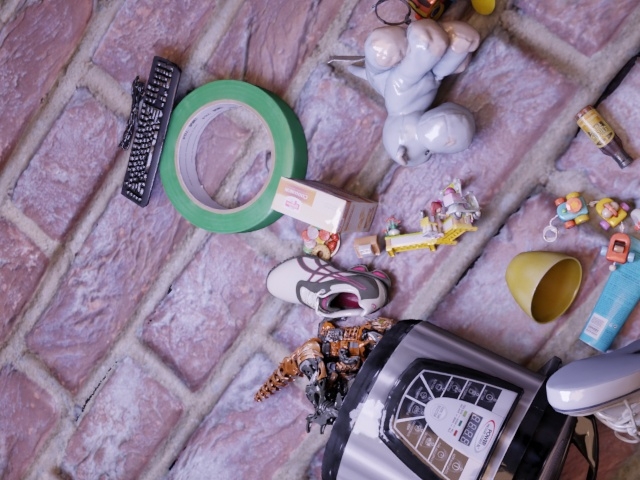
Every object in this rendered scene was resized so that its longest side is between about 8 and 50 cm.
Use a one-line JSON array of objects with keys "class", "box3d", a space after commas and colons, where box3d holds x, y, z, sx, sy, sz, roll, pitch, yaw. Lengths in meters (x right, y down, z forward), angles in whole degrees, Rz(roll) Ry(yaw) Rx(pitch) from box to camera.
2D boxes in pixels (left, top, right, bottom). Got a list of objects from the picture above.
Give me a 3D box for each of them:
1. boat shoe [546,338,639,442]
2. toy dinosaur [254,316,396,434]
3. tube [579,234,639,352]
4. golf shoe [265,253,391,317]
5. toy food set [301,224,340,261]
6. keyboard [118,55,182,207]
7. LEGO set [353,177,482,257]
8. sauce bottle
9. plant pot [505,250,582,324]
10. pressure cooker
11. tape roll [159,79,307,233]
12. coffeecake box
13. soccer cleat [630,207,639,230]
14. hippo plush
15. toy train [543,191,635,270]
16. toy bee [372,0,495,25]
[{"class": "boat shoe", "box3d": [0.508, 0.261, 1.393, 0.135, 0.367, 0.157, -5, 94, 50]}, {"class": "toy dinosaur", "box3d": [0.020, 0.266, 1.718, 0.322, 0.164, 0.218, -34, 63, 38]}, {"class": "tube", "box3d": [0.537, 0.099, 1.526, 0.080, 0.052, 0.207, 30, 96, 17]}, {"class": "golf shoe", "box3d": [0.001, 0.096, 1.701, 0.272, 0.120, 0.105, 2, 111, 24]}, {"class": "toy food set", "box3d": [0.000, 0.000, 1.760, 0.082, 0.020, 0.083, 45, 107, 16]}, {"class": "keyboard", "box3d": [-0.390, -0.247, 1.869, 0.201, 0.033, 0.317, 30, 107, 50]}, {"class": "LEGO set", "box3d": [0.192, -0.045, 1.636, 0.287, 0.132, 0.107, -23, 64, 44]}, {"class": "sauce bottle", "box3d": [0.511, -0.185, 1.529, 0.042, 0.042, 0.128, -43, 75, 18]}, {"class": "plant pot", "box3d": [0.393, 0.071, 1.550, 0.095, 0.134, 0.134, 35, 105, 45]}, {"class": "pressure cooker", "box3d": [0.260, 0.366, 1.482, 0.420, 0.375, 0.370, 25, 119, 20]}, {"class": "tape roll", "box3d": [-0.187, -0.174, 1.804, 0.321, 0.077, 0.321, 1, 92, 22]}, {"class": "coffeecake box", "box3d": [0.012, -0.068, 1.664, 0.142, 0.185, 0.068, 22, 100, 20]}, {"class": "soccer cleat", "box3d": [0.632, -0.003, 1.476, 0.196, 0.068, 0.076, 39, 90, 16]}, {"class": "hippo plush", "box3d": [0.163, -0.258, 1.569, 0.294, 0.234, 0.237, -9, 87, 22]}, {"class": "toy train", "box3d": [0.488, -0.024, 1.526, 0.166, 0.046, 0.125, 19, 83, 22]}, {"class": "toy bee", "box3d": [0.219, -0.485, 1.603, 0.298, 0.162, 0.195, -21, 74, -3]}]
